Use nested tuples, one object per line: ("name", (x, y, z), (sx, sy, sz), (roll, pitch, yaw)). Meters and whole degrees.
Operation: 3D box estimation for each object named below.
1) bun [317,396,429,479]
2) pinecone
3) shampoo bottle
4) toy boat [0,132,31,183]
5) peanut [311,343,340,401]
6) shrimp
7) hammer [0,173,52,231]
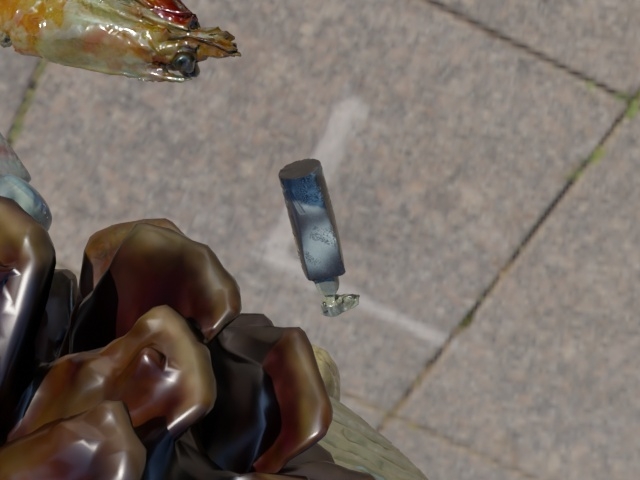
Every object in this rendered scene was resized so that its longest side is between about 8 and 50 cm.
("bun", (-0.068, 0.228, 0.946), (0.360, 0.359, 0.211), (24, 110, -6))
("pinecone", (-0.167, 0.151, 0.638), (0.398, 0.397, 0.397), (8, 132, 9))
("shampoo bottle", (0.000, 0.001, 1.903), (0.064, 0.057, 0.207), (-11, 117, 5))
("toy boat", (-0.393, -0.111, 1.484), (0.096, 0.206, 0.282), (-44, 64, 42))
("peanut", (-0.027, 0.258, 2.089), (0.111, 0.274, 0.125), (14, 147, -16))
("shrimp", (-0.206, -0.230, 1.483), (0.294, 0.062, 0.154), (21, 92, 12))
("hammer", (-0.329, -0.034, 1.303), (0.194, 0.116, 0.069), (33, 157, 18))
